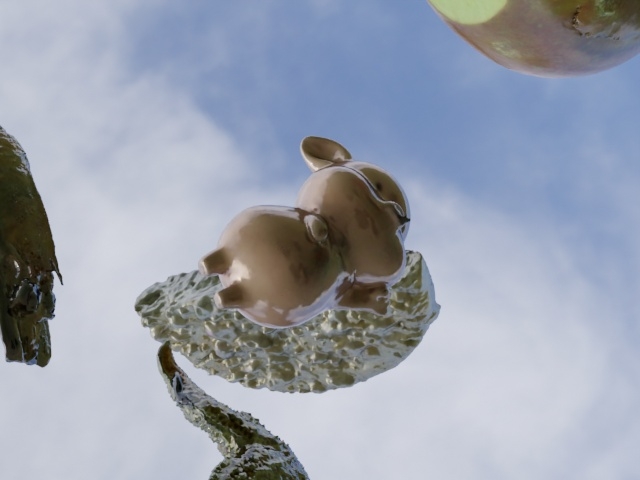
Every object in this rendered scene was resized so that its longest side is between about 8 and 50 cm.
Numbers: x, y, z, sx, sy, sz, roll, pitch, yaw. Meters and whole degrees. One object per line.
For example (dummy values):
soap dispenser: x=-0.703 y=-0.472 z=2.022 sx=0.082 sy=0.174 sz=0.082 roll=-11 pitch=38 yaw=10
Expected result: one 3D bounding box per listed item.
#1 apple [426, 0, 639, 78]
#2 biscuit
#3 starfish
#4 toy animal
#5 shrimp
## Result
apple: x=0.075 y=-0.111 z=0.505 sx=0.099 sy=0.102 sz=0.114 roll=-25 pitch=-51 yaw=-25
biscuit: x=-0.023 y=0.079 z=1.525 sx=0.179 sy=0.281 sz=0.084 roll=70 pitch=-159 yaw=-46
starfish: x=-0.024 y=0.150 z=0.908 sx=0.053 sy=0.208 sz=0.176 roll=-37 pitch=-51 yaw=6
toy animal: x=-0.005 y=-0.001 z=0.895 sx=0.150 sy=0.089 sz=0.083 roll=-26 pitch=-50 yaw=-41
shrimp: x=-0.282 y=0.010 z=1.244 sx=0.058 sy=0.173 sz=0.253 roll=29 pitch=-146 yaw=-51
